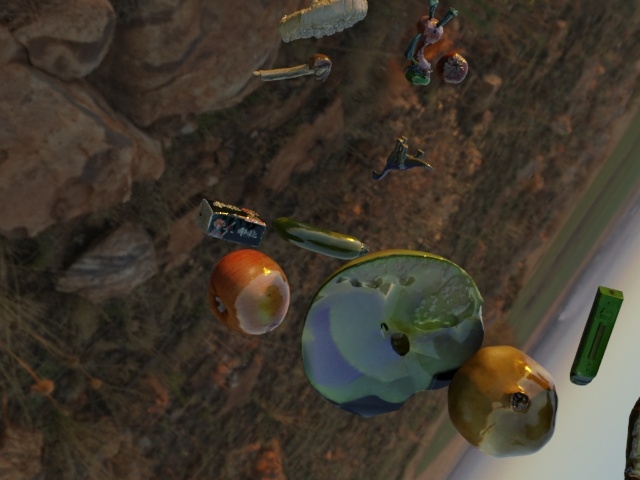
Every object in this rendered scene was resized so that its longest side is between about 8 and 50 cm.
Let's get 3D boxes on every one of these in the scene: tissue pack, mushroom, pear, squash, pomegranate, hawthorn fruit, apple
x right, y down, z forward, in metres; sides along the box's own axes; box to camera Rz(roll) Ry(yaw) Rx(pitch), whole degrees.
[{"bbox_3d":[-0.248,-0.048,1.945,0.170,0.103,0.091,12,110,-33],"label":"tissue pack"},{"bbox_3d":[-0.064,-0.393,1.648,0.187,0.061,0.060,-11,160,3],"label":"mushroom"},{"bbox_3d":[0.140,0.166,1.520,0.399,0.398,0.165,-62,-161,17],"label":"pear"},{"bbox_3d":[0.000,0.000,1.772,0.069,0.258,0.069,-163,-90,-83],"label":"squash"},{"bbox_3d":[0.365,0.325,1.409,0.233,0.233,0.233,-45,157,-25],"label":"pomegranate"},{"bbox_3d":[0.294,-0.387,1.585,0.077,0.077,0.077,-45,157,-25],"label":"hawthorn fruit"},{"bbox_3d":[-0.167,0.122,1.621,0.164,0.209,0.209,-21,143,-33],"label":"apple"}]

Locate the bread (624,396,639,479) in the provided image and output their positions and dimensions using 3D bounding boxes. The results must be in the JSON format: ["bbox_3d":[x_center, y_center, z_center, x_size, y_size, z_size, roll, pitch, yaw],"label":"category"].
[{"bbox_3d":[0.590,0.383,1.265,0.236,0.198,0.264,-5,100,-28],"label":"bread"}]

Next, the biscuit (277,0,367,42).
[{"bbox_3d":[0.030,-0.584,1.815,0.281,0.179,0.084,-31,104,-51],"label":"biscuit"}]

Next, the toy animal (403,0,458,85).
[{"bbox_3d":[0.259,-0.487,1.740,0.103,0.100,0.208,-14,140,-44],"label":"toy animal"}]

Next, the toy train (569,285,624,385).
[{"bbox_3d":[0.509,0.189,1.310,0.042,0.044,0.209,-47,149,-65],"label":"toy train"}]

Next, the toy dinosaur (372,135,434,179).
[{"bbox_3d":[0.264,-0.233,2.317,0.075,0.247,0.188,-4,124,-36],"label":"toy dinosaur"}]
